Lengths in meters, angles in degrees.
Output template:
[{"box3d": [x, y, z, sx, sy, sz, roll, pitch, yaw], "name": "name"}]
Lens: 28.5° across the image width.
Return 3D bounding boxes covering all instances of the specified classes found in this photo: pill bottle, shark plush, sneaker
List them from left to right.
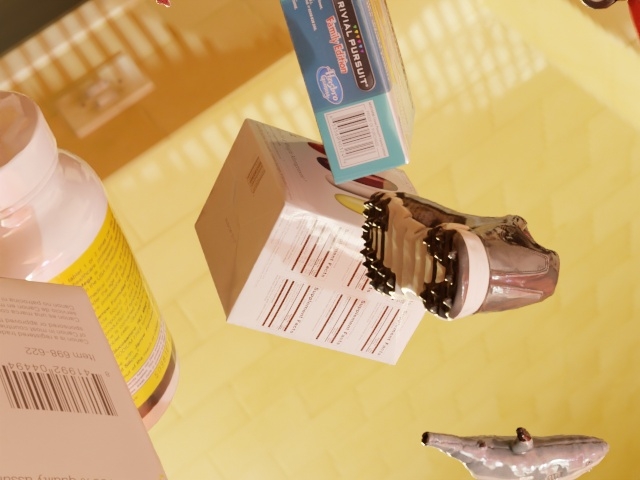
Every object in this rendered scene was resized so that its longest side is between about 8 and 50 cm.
[{"box3d": [-0.261, 0.036, 1.153, 0.188, 0.188, 0.334, 45, -21, 45], "name": "pill bottle"}, {"box3d": [0.102, 0.011, 0.931, 0.234, 0.106, 0.078, -149, -118, -71], "name": "sneaker"}, {"box3d": [0.154, 0.165, 1.030, 0.161, 0.073, 0.067, 23, -43, -18], "name": "shark plush"}]

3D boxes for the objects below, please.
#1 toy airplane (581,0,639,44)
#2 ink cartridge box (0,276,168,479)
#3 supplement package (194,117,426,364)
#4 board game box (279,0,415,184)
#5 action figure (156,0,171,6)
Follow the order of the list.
[{"box3d": [0.530, -0.241, 1.677, 0.384, 0.272, 0.386, 47, 29, -50], "name": "toy airplane"}, {"box3d": [-0.239, 0.199, 0.786, 0.279, 0.160, 0.384, 11, 34, -40], "name": "ink cartridge box"}, {"box3d": [0.000, 0.000, 1.338, 0.203, 0.149, 0.194, 17, 25, -26], "name": "supplement package"}, {"box3d": [0.029, -0.222, 1.326, 0.336, 0.079, 0.253, -70, 144, -74], "name": "board game box"}, {"box3d": [-0.269, -0.346, 1.255, 0.370, 0.276, 0.248, 48, 25, -44], "name": "action figure"}]
